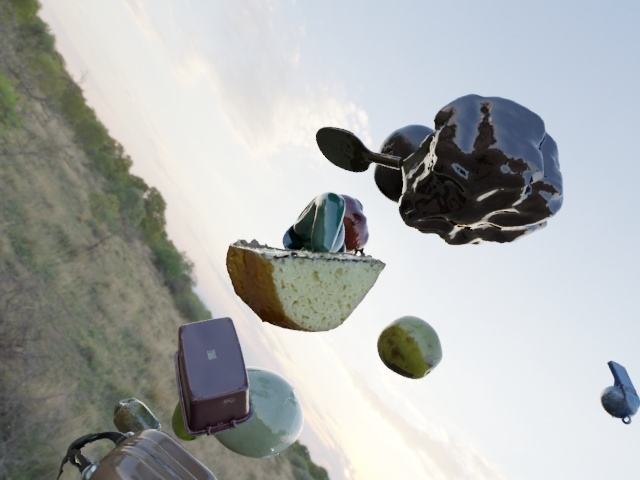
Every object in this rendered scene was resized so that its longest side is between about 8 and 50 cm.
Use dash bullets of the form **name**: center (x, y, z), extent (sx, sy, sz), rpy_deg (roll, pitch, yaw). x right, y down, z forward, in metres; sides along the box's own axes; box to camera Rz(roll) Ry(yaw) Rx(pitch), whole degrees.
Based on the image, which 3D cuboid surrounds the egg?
- **egg**: center (-0.204, 0.584, 1.423), extent (0.335, 0.279, 0.278), rpy_deg (28, -7, -26)

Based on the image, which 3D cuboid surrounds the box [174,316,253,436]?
- **box**: center (-0.303, 0.365, 1.170), extent (0.294, 0.193, 0.168), rpy_deg (-118, -151, -41)

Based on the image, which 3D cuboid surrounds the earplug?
- **earplug**: center (0.008, -0.001, 1.014), extent (0.257, 0.163, 0.281), rpy_deg (34, -27, 43)

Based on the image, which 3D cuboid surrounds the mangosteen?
- **mangosteen**: center (0.335, -0.242, 1.423), extent (0.301, 0.276, 0.275), rpy_deg (14, 3, -31)

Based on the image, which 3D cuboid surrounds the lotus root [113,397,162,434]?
- **lotus root**: center (-0.481, 0.510, 1.130), extent (0.113, 0.088, 0.192), rpy_deg (-16, -71, 50)

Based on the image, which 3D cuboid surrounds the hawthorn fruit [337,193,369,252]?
- **hawthorn fruit**: center (0.052, -0.062, 1.582), extent (0.210, 0.265, 0.231), rpy_deg (112, -31, -59)

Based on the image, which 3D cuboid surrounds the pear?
- **pear**: center (0.380, 0.461, 1.798), extent (0.283, 0.283, 0.284), rpy_deg (47, -20, 23)

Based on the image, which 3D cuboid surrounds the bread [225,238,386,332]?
- **bread**: center (-0.023, 0.074, 0.642), extent (0.129, 0.260, 0.134), rpy_deg (13, -82, 50)

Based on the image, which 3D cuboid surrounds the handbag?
- **handbag**: center (-0.367, 0.481, 0.766), extent (0.283, 0.302, 0.149), rpy_deg (45, 20, 3)

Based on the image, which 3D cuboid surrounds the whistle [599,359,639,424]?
- **whistle**: center (0.766, 0.401, 1.084), extent (0.158, 0.090, 0.091), rpy_deg (-76, 151, -51)

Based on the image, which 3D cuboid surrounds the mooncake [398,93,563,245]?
- **mooncake**: center (0.368, -0.134, 0.987), extent (0.349, 0.213, 0.381), rpy_deg (11, -27, 6)

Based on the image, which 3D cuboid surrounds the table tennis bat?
- **table tennis bat**: center (0.084, -0.201, 0.967), extent (0.234, 0.022, 0.131), rpy_deg (23, -27, 33)

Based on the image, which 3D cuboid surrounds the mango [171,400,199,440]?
- **mango**: center (-0.466, 0.626, 1.576), extent (0.142, 0.294, 0.175), rpy_deg (25, 18, 13)
